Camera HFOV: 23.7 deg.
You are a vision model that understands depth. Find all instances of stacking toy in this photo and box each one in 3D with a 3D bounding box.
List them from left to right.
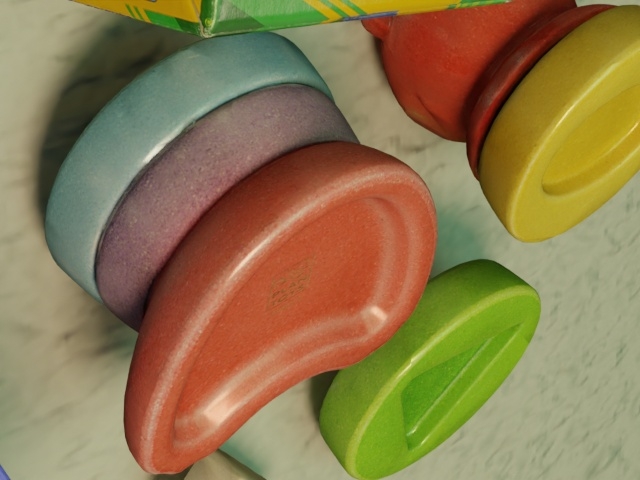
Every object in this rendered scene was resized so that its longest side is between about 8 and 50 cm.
[{"bbox_3d":[0.000,0.000,0.702,0.309,0.130,0.280,-23,148,-38],"label":"stacking toy"}]

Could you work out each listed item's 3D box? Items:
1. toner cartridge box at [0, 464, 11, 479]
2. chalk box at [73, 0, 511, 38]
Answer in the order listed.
[{"bbox_3d":[-0.179,0.031,0.427,0.075,0.165,0.348,-46,134,-26],"label":"toner cartridge box"},{"bbox_3d":[-0.004,-0.158,0.573,0.213,0.132,0.132,-13,114,-44],"label":"chalk box"}]
